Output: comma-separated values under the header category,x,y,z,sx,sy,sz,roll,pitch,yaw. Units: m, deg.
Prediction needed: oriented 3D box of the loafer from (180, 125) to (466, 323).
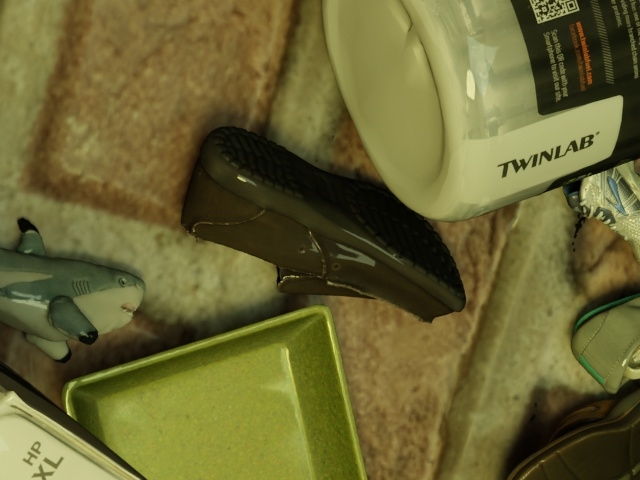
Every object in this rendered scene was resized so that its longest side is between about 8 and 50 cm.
category,x,y,z,sx,sy,sz,roll,pitch,yaw
loafer,0.000,0.000,1.161,0.220,0.080,0.078,29,119,-24

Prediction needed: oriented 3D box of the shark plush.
category,x,y,z,sx,sy,sz,roll,pitch,yaw
shark plush,-0.193,0.018,1.106,0.161,0.073,0.067,25,67,-2

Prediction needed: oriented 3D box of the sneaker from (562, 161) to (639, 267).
category,x,y,z,sx,sy,sz,roll,pitch,yaw
sneaker,0.203,-0.031,1.248,0.058,0.052,0.135,-27,99,-6

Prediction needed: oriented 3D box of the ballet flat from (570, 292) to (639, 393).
category,x,y,z,sx,sy,sz,roll,pitch,yaw
ballet flat,0.283,0.051,1.270,0.213,0.068,0.072,-25,148,-14

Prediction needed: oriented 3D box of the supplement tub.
category,x,y,z,sx,sy,sz,roll,pitch,yaw
supplement tub,0.189,-0.155,1.135,0.338,0.207,0.207,-19,104,-18

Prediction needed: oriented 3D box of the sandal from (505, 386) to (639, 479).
category,x,y,z,sx,sy,sz,roll,pitch,yaw
sandal,0.206,0.145,1.265,0.219,0.060,0.090,-34,123,-29

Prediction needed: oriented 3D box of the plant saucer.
category,x,y,z,sx,sy,sz,roll,pitch,yaw
plant saucer,-0.067,0.152,1.161,0.188,0.045,0.188,-16,102,-19

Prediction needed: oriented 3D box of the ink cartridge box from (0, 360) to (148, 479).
category,x,y,z,sx,sy,sz,roll,pitch,yaw
ink cartridge box,-0.239,0.159,0.944,0.129,0.307,0.223,39,82,-32
